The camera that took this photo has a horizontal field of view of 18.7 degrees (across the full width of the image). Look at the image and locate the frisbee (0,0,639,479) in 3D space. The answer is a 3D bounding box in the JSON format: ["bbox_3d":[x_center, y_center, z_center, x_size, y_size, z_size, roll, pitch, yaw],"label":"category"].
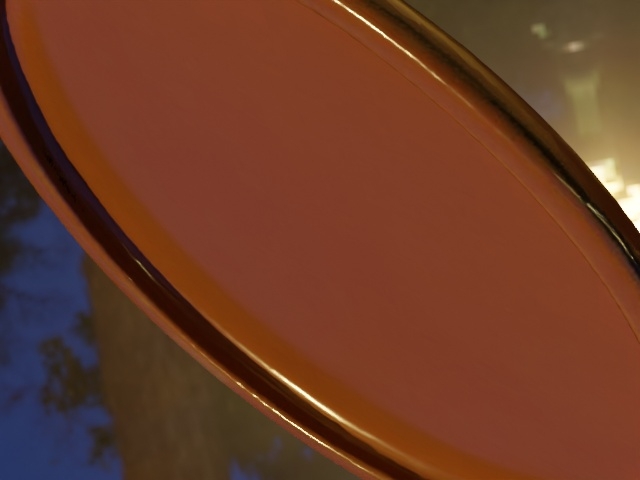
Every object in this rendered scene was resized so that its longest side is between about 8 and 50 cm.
[{"bbox_3d":[0.000,0.000,0.520,0.251,0.251,0.021,15,-123,47],"label":"frisbee"}]
